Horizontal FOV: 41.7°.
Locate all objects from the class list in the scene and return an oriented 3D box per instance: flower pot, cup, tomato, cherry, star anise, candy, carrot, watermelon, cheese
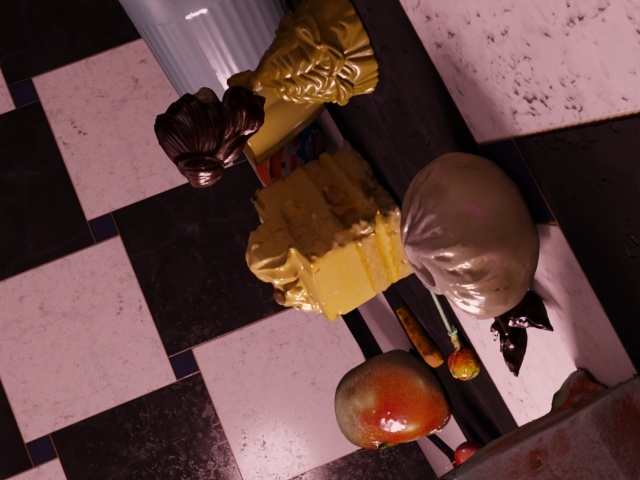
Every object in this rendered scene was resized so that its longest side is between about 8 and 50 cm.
[{"bbox_3d":[-0.094,-0.264,1.570,0.195,0.179,0.195,60,174,11],"label":"flower pot"},{"bbox_3d":[-0.211,-0.426,1.410,0.331,0.257,0.311,48,169,51],"label":"cup"},{"bbox_3d":[0.188,0.412,2.199,0.303,0.303,0.239,95,159,-79],"label":"tomato"},{"bbox_3d":[0.380,0.546,2.044,0.126,0.087,0.106,34,154,29],"label":"cherry"},{"bbox_3d":[0.246,0.070,1.086,0.157,0.053,0.212,151,108,-71],"label":"star anise"},{"bbox_3d":[0.246,0.174,1.599,0.060,0.060,0.201,-168,54,-81],"label":"candy"},{"bbox_3d":[0.228,0.219,1.942,0.170,0.042,0.042,59,174,33],"label":"carrot"},{"bbox_3d":[0.285,0.226,0.932,0.320,0.290,0.213,-108,23,-58],"label":"watermelon"},{"bbox_3d":[-0.062,-0.139,1.779,0.217,0.129,0.329,-41,-45,-59],"label":"cheese"}]

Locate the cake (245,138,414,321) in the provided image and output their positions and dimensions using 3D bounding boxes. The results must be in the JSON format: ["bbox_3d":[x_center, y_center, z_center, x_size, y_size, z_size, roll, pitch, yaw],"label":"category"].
[{"bbox_3d":[0.000,0.000,1.575,0.222,0.286,0.227,54,172,38],"label":"cake"}]

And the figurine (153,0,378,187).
[{"bbox_3d":[-0.091,-0.213,1.188,0.168,0.315,0.187,60,173,-6],"label":"figurine"}]

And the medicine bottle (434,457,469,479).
[{"bbox_3d":[0.334,0.513,1.787,0.094,0.188,0.119,58,173,8],"label":"medicine bottle"}]

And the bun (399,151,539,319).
[{"bbox_3d":[0.162,0.004,0.983,0.178,0.128,0.193,50,157,43],"label":"bun"}]
